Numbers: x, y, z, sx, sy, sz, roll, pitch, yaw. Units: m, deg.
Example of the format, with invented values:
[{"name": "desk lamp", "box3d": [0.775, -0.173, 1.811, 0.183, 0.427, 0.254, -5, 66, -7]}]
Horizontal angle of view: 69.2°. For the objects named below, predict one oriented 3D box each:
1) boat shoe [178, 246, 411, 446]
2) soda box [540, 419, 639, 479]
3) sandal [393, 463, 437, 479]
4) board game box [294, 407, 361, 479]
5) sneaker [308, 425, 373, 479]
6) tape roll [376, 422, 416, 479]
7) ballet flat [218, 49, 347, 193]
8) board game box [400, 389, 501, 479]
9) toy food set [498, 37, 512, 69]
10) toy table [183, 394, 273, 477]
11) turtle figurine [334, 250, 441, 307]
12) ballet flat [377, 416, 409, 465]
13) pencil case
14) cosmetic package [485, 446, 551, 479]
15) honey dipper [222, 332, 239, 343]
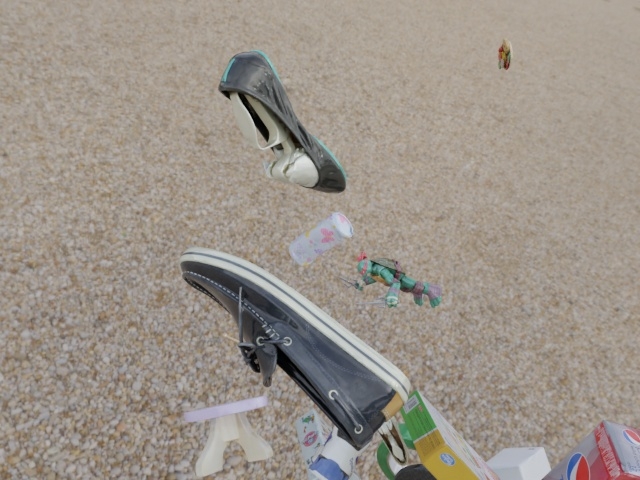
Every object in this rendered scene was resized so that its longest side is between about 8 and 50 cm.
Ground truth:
[{"name": "boat shoe", "box3d": [-0.078, 0.182, 0.849, 0.500, 0.186, 0.156, 35, 70, 10]}, {"name": "soda box", "box3d": [0.423, 0.392, 0.719, 0.092, 0.263, 0.083, 15, 38, 1]}, {"name": "sandal", "box3d": [0.323, 0.897, 1.615, 0.168, 0.445, 0.107, 18, 33, 15]}, {"name": "board game box", "box3d": [0.033, 0.768, 1.617, 0.224, 0.098, 0.303, 52, 0, -21]}, {"name": "sneaker", "box3d": [0.070, 0.584, 1.292, 0.128, 0.315, 0.182, 34, 73, 14]}, {"name": "tape roll", "box3d": [0.367, 0.814, 1.691, 0.321, 0.321, 0.077, 29, 39, 13]}, {"name": "ballet flat", "box3d": [-0.062, -0.153, 0.724, 0.095, 0.280, 0.096, 2, 50, 48]}, {"name": "board game box", "box3d": [0.320, 0.511, 1.029, 0.316, 0.064, 0.242, 48, 4, -6]}, {"name": "toy food set", "box3d": [0.509, -0.510, 1.278, 0.020, 0.082, 0.083, -8, 10, 5]}, {"name": "toy table", "box3d": [-0.250, 0.532, 1.279, 0.252, 0.274, 0.160, 4, 66, -45]}, {"name": "turtle figurine", "box3d": [0.161, 0.101, 1.108, 0.234, 0.118, 0.175, 17, 8, -15]}, {"name": "ballet flat", "box3d": [0.174, 0.479, 1.151, 0.168, 0.057, 0.052, 58, 5, 3]}, {"name": "pencil case", "box3d": [0.000, 0.000, 1.843, 0.124, 0.273, 0.113, 47, 32, -13]}, {"name": "cosmetic package", "box3d": [0.738, 0.988, 1.611, 0.230, 0.162, 0.452, 2, 69, -46]}, {"name": "honey dipper", "box3d": [-0.261, 0.354, 1.573, 0.161, 0.030, 0.030, 24, 37, -2]}]
